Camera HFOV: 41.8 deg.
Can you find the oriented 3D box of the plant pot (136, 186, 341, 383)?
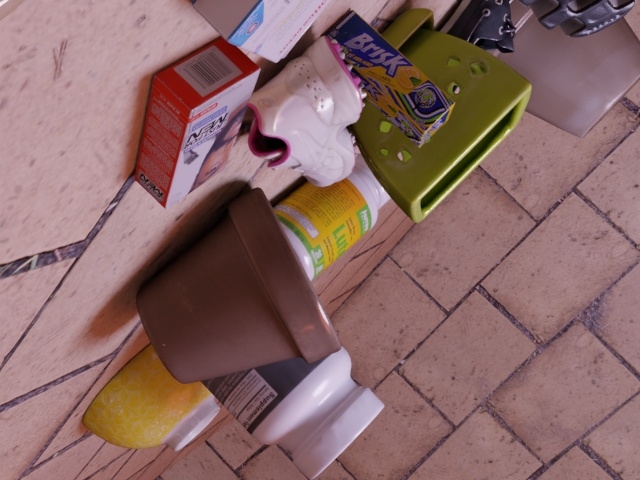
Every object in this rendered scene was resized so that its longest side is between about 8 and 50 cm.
[{"bbox_3d":[-0.127,0.088,1.193,0.229,0.263,0.263,-27,169,-2],"label":"plant pot"}]

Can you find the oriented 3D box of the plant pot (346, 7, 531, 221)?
[{"bbox_3d":[0.141,-0.181,1.198,0.228,0.207,0.227,-46,171,1],"label":"plant pot"}]

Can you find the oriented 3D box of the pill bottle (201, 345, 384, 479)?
[{"bbox_3d":[-0.082,0.202,1.388,0.210,0.363,0.210,-44,171,-9],"label":"pill bottle"}]

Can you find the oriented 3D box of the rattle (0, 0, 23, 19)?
[{"bbox_3d":[-0.172,-0.105,0.432,0.199,0.143,0.130,-52,-171,2],"label":"rattle"}]

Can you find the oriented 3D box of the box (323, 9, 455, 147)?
[{"bbox_3d":[0.078,-0.192,0.998,0.054,0.169,0.059,-45,171,-9],"label":"box"}]

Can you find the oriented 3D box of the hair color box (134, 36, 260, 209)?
[{"bbox_3d":[-0.125,-0.112,0.829,0.093,0.053,0.167,-40,170,-33],"label":"hair color box"}]

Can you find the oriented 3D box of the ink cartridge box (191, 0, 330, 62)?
[{"bbox_3d":[-0.047,-0.213,0.739,0.088,0.052,0.122,-47,169,13],"label":"ink cartridge box"}]

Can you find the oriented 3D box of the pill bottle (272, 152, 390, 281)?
[{"bbox_3d":[0.011,-0.043,1.431,0.246,0.136,0.136,-40,169,-28],"label":"pill bottle"}]

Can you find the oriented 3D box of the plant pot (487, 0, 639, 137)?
[{"bbox_3d":[0.466,-0.360,1.609,0.323,0.280,0.323,-45,170,-10],"label":"plant pot"}]

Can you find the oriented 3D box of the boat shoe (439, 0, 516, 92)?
[{"bbox_3d":[0.257,-0.328,1.353,0.340,0.113,0.127,-47,170,10],"label":"boat shoe"}]

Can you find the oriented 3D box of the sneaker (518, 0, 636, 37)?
[{"bbox_3d":[0.184,-0.315,0.774,0.123,0.146,0.331,-22,157,28],"label":"sneaker"}]

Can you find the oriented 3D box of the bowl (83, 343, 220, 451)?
[{"bbox_3d":[-0.283,0.301,1.579,0.289,0.156,0.289,-44,171,-9],"label":"bowl"}]

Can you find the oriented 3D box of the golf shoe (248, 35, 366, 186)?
[{"bbox_3d":[-0.029,-0.135,1.039,0.140,0.115,0.306,-30,164,-10],"label":"golf shoe"}]
